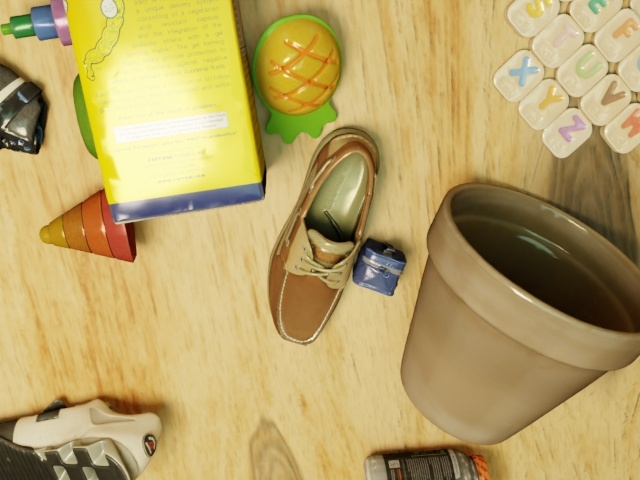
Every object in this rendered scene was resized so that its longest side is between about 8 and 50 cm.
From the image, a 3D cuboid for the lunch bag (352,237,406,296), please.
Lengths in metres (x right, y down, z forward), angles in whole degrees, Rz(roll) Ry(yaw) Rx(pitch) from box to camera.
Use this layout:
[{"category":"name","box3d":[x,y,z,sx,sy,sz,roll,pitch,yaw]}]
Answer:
[{"category":"lunch bag","box3d":[0.086,0.035,1.109,0.067,0.098,0.065,20,101,-3]}]

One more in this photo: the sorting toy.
[{"category":"sorting toy","box3d":[-0.343,-0.134,1.016,0.126,0.127,0.366,-11,107,-7]}]

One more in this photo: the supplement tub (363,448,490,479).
[{"category":"supplement tub","box3d":[0.167,0.393,1.205,0.190,0.117,0.117,-4,106,-2]}]

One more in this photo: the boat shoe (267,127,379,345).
[{"category":"boat shoe","box3d":[0.000,0.000,1.083,0.122,0.120,0.324,13,104,-7]}]

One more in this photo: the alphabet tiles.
[{"category":"alphabet tiles","box3d":[0.397,-0.266,1.082,0.278,0.021,0.284,-43,103,8]}]

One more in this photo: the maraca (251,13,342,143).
[{"category":"maraca","box3d":[-0.030,-0.217,1.035,0.127,0.099,0.186,-12,128,-12]}]

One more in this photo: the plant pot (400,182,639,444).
[{"category":"plant pot","box3d":[0.256,0.122,1.061,0.323,0.323,0.280,20,120,-9]}]

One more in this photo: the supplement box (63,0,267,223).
[{"category":"supplement box","box3d":[-0.192,-0.226,0.970,0.195,0.194,0.357,-9,106,-1]}]

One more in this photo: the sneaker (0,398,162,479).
[{"category":"sneaker","box3d":[-0.385,0.310,1.159,0.330,0.146,0.123,-1,115,23]}]

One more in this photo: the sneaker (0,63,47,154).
[{"category":"sneaker","box3d":[-0.455,-0.128,1.042,0.121,0.079,0.217,31,101,-11]}]
